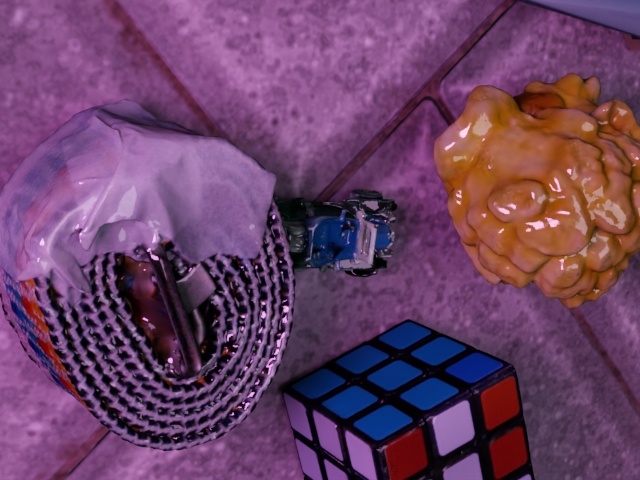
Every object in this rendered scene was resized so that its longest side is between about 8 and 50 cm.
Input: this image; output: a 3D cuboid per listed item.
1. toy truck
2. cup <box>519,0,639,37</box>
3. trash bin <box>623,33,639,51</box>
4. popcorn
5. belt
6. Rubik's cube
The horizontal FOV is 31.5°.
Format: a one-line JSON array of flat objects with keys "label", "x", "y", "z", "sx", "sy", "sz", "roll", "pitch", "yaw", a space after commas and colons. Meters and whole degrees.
[{"label": "toy truck", "x": 0.001, "y": 0.000, "z": 0.989, "sx": 0.154, "sy": 0.078, "sz": 0.080, "roll": -2, "pitch": 103, "yaw": -32}, {"label": "cup", "x": 0.291, "y": -0.251, "z": 1.053, "sx": 0.236, "sy": 0.134, "sz": 0.148, "roll": 4, "pitch": 100, "yaw": -14}, {"label": "trash bin", "x": 0.333, "y": -0.248, "z": 1.161, "sx": 0.061, "sy": 0.043, "sz": 0.092, "roll": -38, "pitch": 116, "yaw": -19}, {"label": "popcorn", "x": 0.212, "y": -0.055, "z": 1.040, "sx": 0.217, "sy": 0.181, "sz": 0.235, "roll": 38, "pitch": 44, "yaw": 2}, {"label": "belt", "x": -0.132, "y": 0.025, "z": 0.866, "sx": 0.207, "sy": 0.150, "sz": 0.257, "roll": -29, "pitch": 117, "yaw": -29}, {"label": "Rubik's cube", "x": 0.082, "y": 0.190, "z": 1.039, "sx": 0.162, "sy": 0.161, "sz": 0.163, "roll": -24, "pitch": 115, "yaw": -27}]
